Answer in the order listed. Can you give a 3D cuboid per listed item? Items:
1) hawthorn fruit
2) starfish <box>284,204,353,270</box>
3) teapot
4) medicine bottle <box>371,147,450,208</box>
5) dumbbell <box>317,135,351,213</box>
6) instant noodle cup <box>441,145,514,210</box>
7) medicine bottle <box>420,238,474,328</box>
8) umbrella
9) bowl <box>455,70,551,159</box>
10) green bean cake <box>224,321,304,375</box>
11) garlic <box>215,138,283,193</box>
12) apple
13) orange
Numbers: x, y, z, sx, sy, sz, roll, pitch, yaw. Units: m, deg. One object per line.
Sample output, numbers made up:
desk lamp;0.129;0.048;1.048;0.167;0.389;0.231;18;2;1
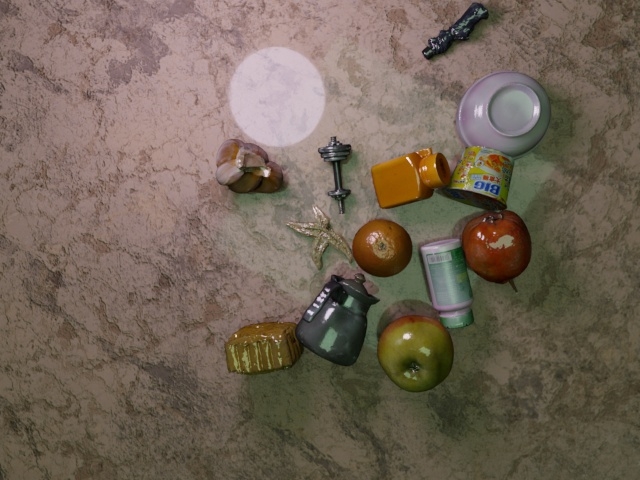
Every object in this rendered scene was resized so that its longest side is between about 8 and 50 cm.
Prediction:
hawthorn fruit;0.555;0.044;1.472;0.210;0.210;0.262;-18;105;7
starfish;-0.002;0.001;1.606;0.138;0.050;0.247;-36;87;9
teapot;0.042;0.219;1.517;0.305;0.223;0.285;29;89;-32
medicine bottle;0.283;-0.194;1.482;0.222;0.112;0.149;-13;91;39
dumbbell;0.056;-0.214;1.561;0.110;0.110;0.254;-5;101;7
instant noodle cup;0.501;-0.193;1.471;0.205;0.205;0.153;21;86;4
medicine bottle;0.414;0.140;1.527;0.133;0.133;0.274;-12;92;7
umbrella;0.425;-0.652;1.502;0.224;0.080;0.071;-36;124;11
bowl;0.575;-0.390;1.464;0.287;0.144;0.287;1;94;7
green bean cake;-0.186;0.349;1.567;0.229;0.224;0.131;-8;93;10
garlic;-0.236;-0.244;1.562;0.191;0.214;0.160;-20;71;50
apple;0.300;0.359;1.507;0.261;0.194;0.261;8;115;18
orange;0.196;0.025;1.510;0.206;0.206;0.206;0;94;6
